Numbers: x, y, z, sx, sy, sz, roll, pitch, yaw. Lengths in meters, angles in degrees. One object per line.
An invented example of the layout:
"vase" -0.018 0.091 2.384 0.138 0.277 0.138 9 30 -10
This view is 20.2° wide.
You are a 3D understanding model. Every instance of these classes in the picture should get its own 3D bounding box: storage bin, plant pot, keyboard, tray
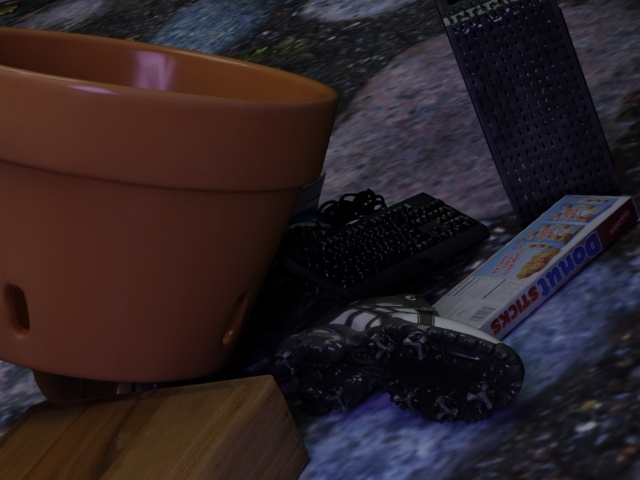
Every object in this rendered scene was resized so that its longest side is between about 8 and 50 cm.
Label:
"storage bin" 0.155 -0.117 1.370 0.084 0.180 0.122 -22 21 5
"plant pot" -0.147 -0.026 1.249 0.291 0.203 0.291 9 11 -2
"keyboard" 0.042 -0.011 1.317 0.100 0.038 0.192 24 26 27
"tray" -0.184 0.225 1.042 0.203 0.076 0.411 -9 24 31

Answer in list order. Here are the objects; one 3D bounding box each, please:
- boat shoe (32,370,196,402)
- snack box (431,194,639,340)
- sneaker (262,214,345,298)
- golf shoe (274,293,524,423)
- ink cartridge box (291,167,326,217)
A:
"boat shoe" -0.156 0.098 1.339 0.073 0.073 0.207 9 9 -29
"snack box" 0.147 0.019 1.269 0.178 0.022 0.064 -37 24 -33
"sneaker" 0.000 0.000 1.413 0.073 0.063 0.162 -33 23 -32
"golf shoe" 0.062 0.065 1.173 0.198 0.077 0.094 1 31 45
"ink cartridge box" -0.075 -0.044 1.472 0.140 0.082 0.190 -25 -6 -5
